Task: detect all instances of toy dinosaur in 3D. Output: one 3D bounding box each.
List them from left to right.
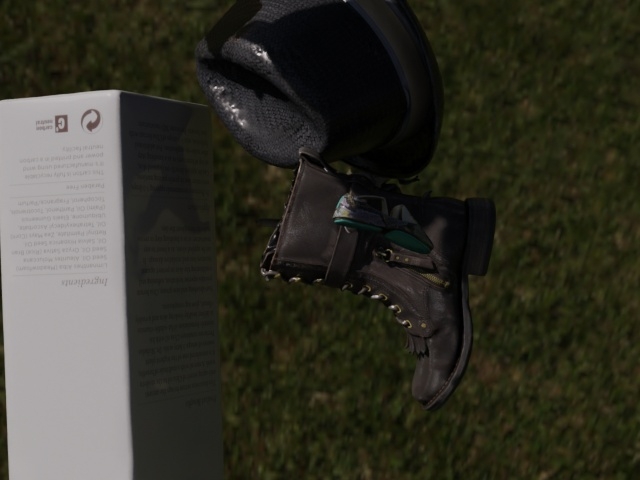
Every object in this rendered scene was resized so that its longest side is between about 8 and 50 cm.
[{"bbox_3d":[0.062,-0.059,1.907,0.268,0.064,0.118,-35,49,-23],"label":"toy dinosaur"}]

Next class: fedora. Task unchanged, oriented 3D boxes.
[{"bbox_3d":[-0.025,-0.181,1.709,0.152,0.334,0.334,-31,61,-30],"label":"fedora"}]

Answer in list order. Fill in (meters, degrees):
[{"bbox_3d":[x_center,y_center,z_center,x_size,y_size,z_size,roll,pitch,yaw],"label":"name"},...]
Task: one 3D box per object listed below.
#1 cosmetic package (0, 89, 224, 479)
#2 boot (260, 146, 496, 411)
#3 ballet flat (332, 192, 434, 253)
[{"bbox_3d":[-0.230,0.069,1.766,0.162,0.230,0.453,-3,88,22],"label":"cosmetic package"},{"bbox_3d":[0.050,0.042,1.640,0.229,0.262,0.091,8,16,-6],"label":"boot"},{"bbox_3d":[0.066,-0.020,1.536,0.114,0.041,0.041,19,47,-27],"label":"ballet flat"}]
